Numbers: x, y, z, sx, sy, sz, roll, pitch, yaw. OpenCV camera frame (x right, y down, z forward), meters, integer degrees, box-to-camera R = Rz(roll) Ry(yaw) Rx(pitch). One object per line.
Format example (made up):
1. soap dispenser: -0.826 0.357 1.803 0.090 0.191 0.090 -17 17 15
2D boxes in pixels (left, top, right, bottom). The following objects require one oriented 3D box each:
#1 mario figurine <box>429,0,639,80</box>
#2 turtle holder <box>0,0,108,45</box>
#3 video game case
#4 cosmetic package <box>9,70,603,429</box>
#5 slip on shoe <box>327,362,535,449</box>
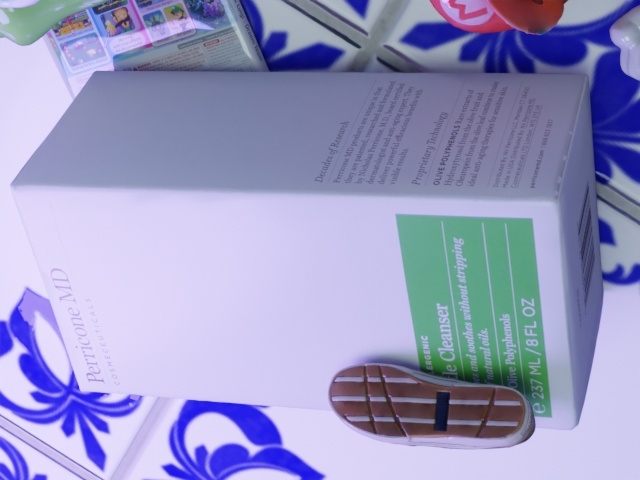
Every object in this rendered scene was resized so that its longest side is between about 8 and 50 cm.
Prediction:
1. mario figurine: 0.192 -0.208 0.818 0.320 0.170 0.198 -30 72 27
2. turtle holder: -0.198 -0.257 0.894 0.227 0.320 0.243 -12 92 -1
3. video game case: -0.129 -0.156 1.065 0.157 0.019 0.143 -14 112 26
4. cosmetic package: 0.000 0.000 1.014 0.365 0.155 0.197 1 128 19
5. slip on shoe: 0.072 0.109 0.947 0.135 0.051 0.041 2 161 21
